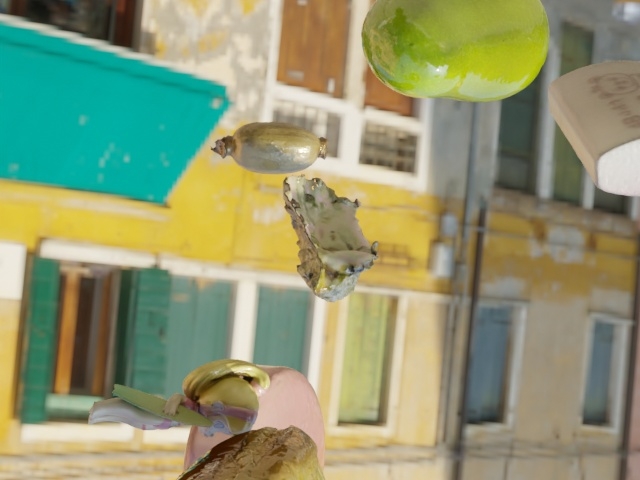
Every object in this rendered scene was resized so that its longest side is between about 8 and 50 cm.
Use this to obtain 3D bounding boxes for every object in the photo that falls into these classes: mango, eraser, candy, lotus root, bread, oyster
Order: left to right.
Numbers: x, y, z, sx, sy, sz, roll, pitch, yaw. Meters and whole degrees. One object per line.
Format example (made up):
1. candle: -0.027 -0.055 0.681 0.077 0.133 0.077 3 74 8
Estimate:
1. bread: -0.067 0.243 1.188 0.140 0.106 0.236 -17 -177 10
2. candy: -0.080 0.275 1.551 0.094 0.255 0.255 4 177 25
3. lotus root: -0.063 -0.116 1.613 0.150 0.062 0.073 1 161 -6
4. oyster: 0.005 -0.001 1.464 0.133 0.072 0.209 19 -152 -40
5. mango: 0.146 -0.222 1.406 0.175 0.143 0.293 34 -150 22
6. eraser: 0.426 -0.157 1.742 0.174 0.094 0.270 -9 -151 0

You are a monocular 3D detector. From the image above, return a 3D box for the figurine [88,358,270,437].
1. figurine: -0.143 0.165 1.305 0.187 0.083 0.083 -2 179 -11
